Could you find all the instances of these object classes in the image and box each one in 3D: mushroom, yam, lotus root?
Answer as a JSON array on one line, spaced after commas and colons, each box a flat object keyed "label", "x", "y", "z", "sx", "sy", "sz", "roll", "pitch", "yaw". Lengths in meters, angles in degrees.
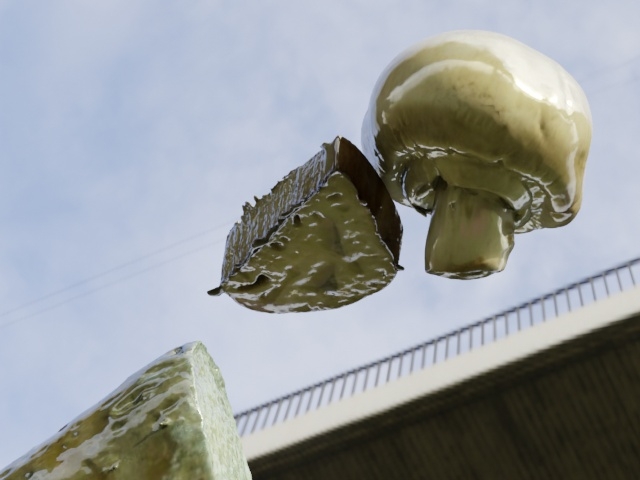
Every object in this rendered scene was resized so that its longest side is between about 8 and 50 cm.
[{"label": "mushroom", "x": 0.147, "y": -0.069, "z": 1.135, "sx": 0.260, "sy": 0.234, "sz": 0.254, "roll": 30, "pitch": -21, "yaw": -32}, {"label": "yam", "x": -0.176, "y": 0.197, "z": 0.673, "sx": 0.330, "sy": 0.133, "sz": 0.133, "roll": -33, "pitch": -75, "yaw": -10}, {"label": "lotus root", "x": 0.000, "y": 0.000, "z": 1.196, "sx": 0.170, "sy": 0.074, "sz": 0.261, "roll": 28, "pitch": -41, "yaw": -27}]
